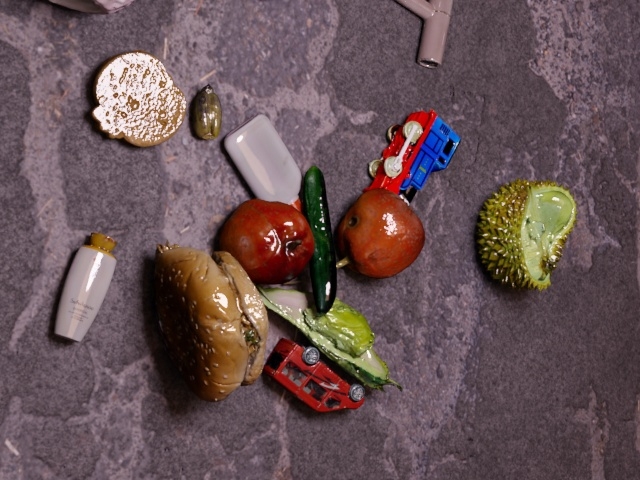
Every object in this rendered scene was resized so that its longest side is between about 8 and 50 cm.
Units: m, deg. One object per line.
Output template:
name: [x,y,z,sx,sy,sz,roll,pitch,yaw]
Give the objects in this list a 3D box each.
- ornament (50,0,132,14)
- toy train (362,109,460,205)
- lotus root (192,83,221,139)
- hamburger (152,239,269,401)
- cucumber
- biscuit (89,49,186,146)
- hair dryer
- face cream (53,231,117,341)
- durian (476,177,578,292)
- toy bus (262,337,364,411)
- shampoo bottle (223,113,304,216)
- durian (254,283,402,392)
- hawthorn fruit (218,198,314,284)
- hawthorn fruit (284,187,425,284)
ornament: [-0.375,-0.490,1.660,0.259,0.259,0.225,18,85,-29]
toy train: [0.181,-0.157,2.077,0.131,0.082,0.204,39,69,-26]
lotus root: [-0.202,-0.229,1.868,0.054,0.049,0.099,1,87,-23]
hamburger: [-0.186,0.124,1.749,0.146,0.243,0.286,-11,78,-29]
cucumber: [0.000,0.000,1.907,0.056,0.056,0.284,5,72,-31]
biscuit: [-0.322,-0.237,1.799,0.170,0.050,0.170,-2,95,-27]
hair dryer: [0.168,-0.471,2.104,0.220,0.053,0.195,15,80,-29]
face cream: [-0.389,0.077,1.736,0.072,0.051,0.182,25,74,-24]
durian: [0.419,-0.009,2.159,0.200,0.176,0.237,23,70,-18]
toy bus: [-0.009,0.263,1.941,0.195,0.081,0.089,41,78,-23]
shampoo bottle: [-0.087,-0.119,1.930,0.108,0.051,0.221,-41,107,-31]
durian: [0.031,0.170,1.949,0.375,0.132,0.107,35,89,-15]
hawthorn fruit: [-0.084,0.004,1.842,0.157,0.194,0.157,-3,95,-33]
hawthorn fruit: [0.065,0.027,1.974,0.285,0.165,0.165,-39,107,-9]
